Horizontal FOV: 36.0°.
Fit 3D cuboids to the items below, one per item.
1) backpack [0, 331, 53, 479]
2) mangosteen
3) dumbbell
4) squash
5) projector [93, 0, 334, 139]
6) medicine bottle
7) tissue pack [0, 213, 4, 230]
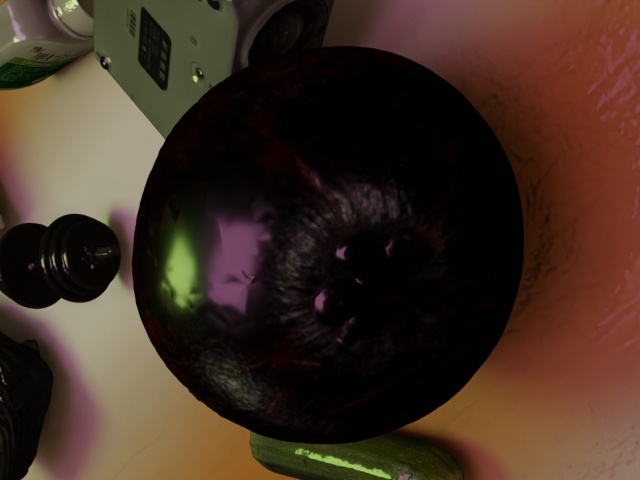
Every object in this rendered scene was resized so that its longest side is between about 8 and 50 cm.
[{"bbox_3d":[-0.438,0.176,1.204,0.258,0.133,0.206,31,125,17],"label":"backpack"},{"bbox_3d":[0.006,-0.003,0.746,0.300,0.300,0.300,9,105,37],"label":"mangosteen"},{"bbox_3d":[-0.293,0.024,1.087,0.208,0.099,0.099,-9,93,38],"label":"dumbbell"},{"bbox_3d":[0.027,0.199,0.893,0.229,0.066,0.066,3,101,39],"label":"squash"},{"bbox_3d":[-0.102,-0.186,0.835,0.198,0.108,0.250,49,148,19],"label":"projector"},{"bbox_3d":[-0.285,-0.217,1.018,0.183,0.119,0.069,-21,86,37],"label":"medicine bottle"},{"bbox_3d":[-0.593,-0.095,1.230,0.297,0.207,0.380,-35,77,39],"label":"tissue pack"}]
